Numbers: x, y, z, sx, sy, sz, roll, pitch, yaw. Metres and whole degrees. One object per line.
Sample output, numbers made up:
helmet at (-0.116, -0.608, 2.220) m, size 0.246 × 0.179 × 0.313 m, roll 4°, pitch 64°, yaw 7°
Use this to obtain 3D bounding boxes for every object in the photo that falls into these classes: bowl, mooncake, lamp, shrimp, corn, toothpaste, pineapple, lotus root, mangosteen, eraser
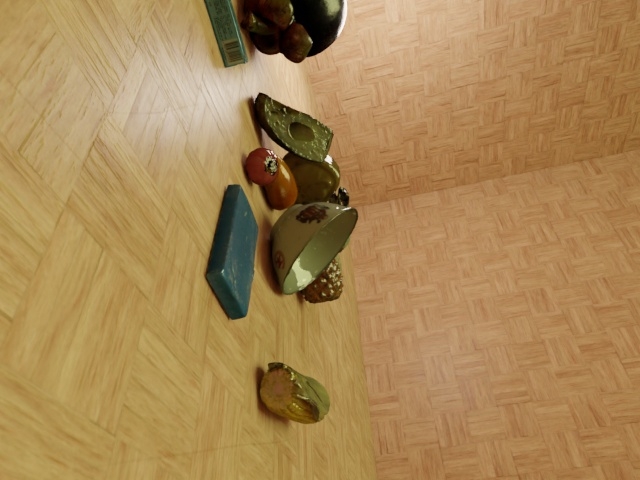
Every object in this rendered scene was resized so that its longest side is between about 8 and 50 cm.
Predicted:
bowl at (-0.050, -0.007, 1.480) m, size 0.157 × 0.337 × 0.337 m, roll 40°, pitch -3°, yaw 17°
mooncake at (-0.037, -0.228, 1.810) m, size 0.117 × 0.234 × 0.235 m, roll -89°, pitch 165°, yaw -58°
lamp at (-0.165, -0.210, 1.381) m, size 0.107 × 0.092 × 0.108 m, roll -13°, pitch 107°, yaw -50°
shrimp at (0.071, -0.090, 1.844) m, size 0.360 × 0.085 × 0.247 m, roll 76°, pitch 27°, yaw -60°
corn at (-0.058, 0.384, 1.212) m, size 0.305 × 0.122 × 0.123 m, roll 60°, pitch 19°, yaw -60°
toothpaste at (-0.266, -0.616, 1.326) m, size 0.050 × 0.065 × 0.267 m, roll -83°, pitch 160°, yaw -63°
pineapple at (-0.021, 0.046, 1.763) m, size 0.175 × 0.175 × 0.361 m, roll 21°, pitch 59°, yaw -80°
lotus root at (-0.098, -0.379, 1.668) m, size 0.142 × 0.314 × 0.210 m, roll -62°, pitch -165°, yaw 8°
mangosteen at (-0.104, -0.841, 1.762) m, size 0.435 × 0.382 × 0.382 m, roll -66°, pitch 148°, yaw -46°
eraser at (-0.189, 0.016, 1.091) m, size 0.312 × 0.042 × 0.144 m, roll -91°, pitch 167°, yaw -49°

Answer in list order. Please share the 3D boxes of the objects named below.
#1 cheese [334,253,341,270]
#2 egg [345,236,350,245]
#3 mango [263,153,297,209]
cheese at (0.000, 0.000, 2.049) m, size 0.351 × 0.129 × 0.328 m, roll 67°, pitch 16°, yaw -45°
egg at (0.064, -0.021, 2.394) m, size 0.231 × 0.169 × 0.169 m, roll 82°, pitch -1°, yaw -74°
mango at (-0.132, -0.191, 1.540) m, size 0.217 × 0.102 × 0.141 m, roll 73°, pitch 4°, yaw -47°
